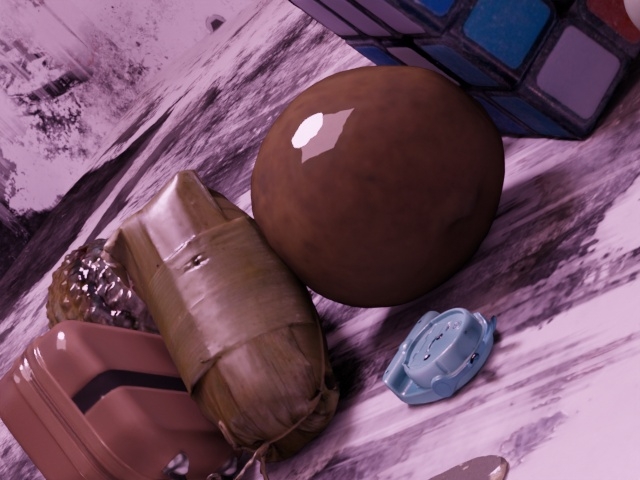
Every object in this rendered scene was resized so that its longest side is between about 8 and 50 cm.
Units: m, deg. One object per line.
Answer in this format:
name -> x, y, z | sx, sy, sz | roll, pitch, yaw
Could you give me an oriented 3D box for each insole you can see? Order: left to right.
insole -> 0.079, 0.262, 1.494 | 0.248, 0.011, 0.081 | -32, 20, 37

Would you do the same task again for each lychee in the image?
lychee -> -0.264, 0.109, 2.252 | 0.255, 0.255, 0.274 | -95, 19, -69

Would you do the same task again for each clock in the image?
clock -> 0.136, 0.115, 1.649 | 0.147, 0.045, 0.108 | -18, 33, 57

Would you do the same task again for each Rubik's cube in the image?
Rubik's cube -> 0.213, -0.357, 1.968 | 0.359, 0.363, 0.362 | -60, 23, -3

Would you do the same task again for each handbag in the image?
handbag -> -0.208, 0.233, 1.840 | 0.149, 0.283, 0.302 | -41, -21, 10

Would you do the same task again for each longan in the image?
longan -> 0.071, -0.067, 1.827 | 0.297, 0.297, 0.297 | -40, 17, 15

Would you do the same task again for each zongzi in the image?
zongzi -> -0.042, 0.163, 1.913 | 0.181, 0.418, 0.447 | -36, 58, 11

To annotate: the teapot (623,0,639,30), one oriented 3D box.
teapot -> 0.448, -0.266, 1.621 | 0.220, 0.149, 0.318 | -38, 15, -5
